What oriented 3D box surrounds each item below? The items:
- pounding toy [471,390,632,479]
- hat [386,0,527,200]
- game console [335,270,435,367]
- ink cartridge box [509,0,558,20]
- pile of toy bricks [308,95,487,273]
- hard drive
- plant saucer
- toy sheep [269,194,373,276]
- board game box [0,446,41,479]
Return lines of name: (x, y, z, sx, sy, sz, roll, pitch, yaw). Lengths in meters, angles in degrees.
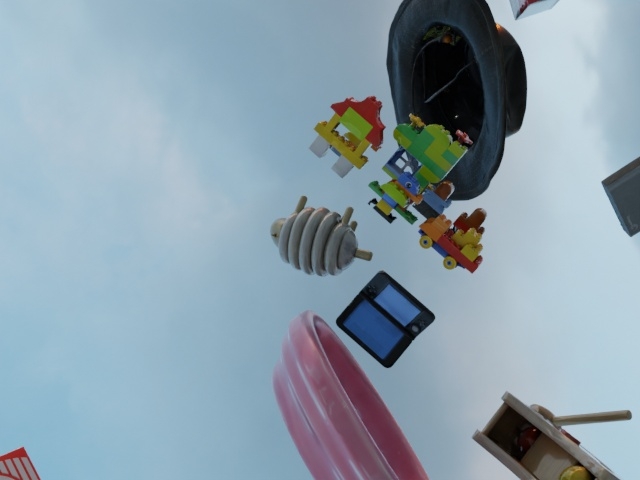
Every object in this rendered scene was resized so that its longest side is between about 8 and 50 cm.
pounding toy: (0.303, 0.244, 1.055, 0.154, 0.269, 0.155, 37, -89, -14)
hat: (0.225, -0.227, 1.251, 0.133, 0.331, 0.331, -8, -99, -26)
game console: (0.107, 0.130, 1.379, 0.122, 0.107, 0.071, 41, -134, 2)
ink cartridge box: (0.280, -0.381, 1.144, 0.056, 0.099, 0.135, -17, -88, 4)
pile of toy bricks: (0.105, -0.074, 0.851, 0.212, 0.105, 0.118, 42, -157, 6)
hard drive: (0.412, -0.073, 1.009, 0.094, 0.135, 0.022, 50, -170, -36)
plant saucer: (0.042, 0.240, 0.996, 0.084, 0.332, 0.332, -32, -81, 3)
toy sheep: (0.000, 0.000, 0.985, 0.091, 0.132, 0.091, -43, -40, -53)
board game box: (-0.448, 0.403, 1.176, 0.146, 0.045, 0.193, -20, -125, -35)
